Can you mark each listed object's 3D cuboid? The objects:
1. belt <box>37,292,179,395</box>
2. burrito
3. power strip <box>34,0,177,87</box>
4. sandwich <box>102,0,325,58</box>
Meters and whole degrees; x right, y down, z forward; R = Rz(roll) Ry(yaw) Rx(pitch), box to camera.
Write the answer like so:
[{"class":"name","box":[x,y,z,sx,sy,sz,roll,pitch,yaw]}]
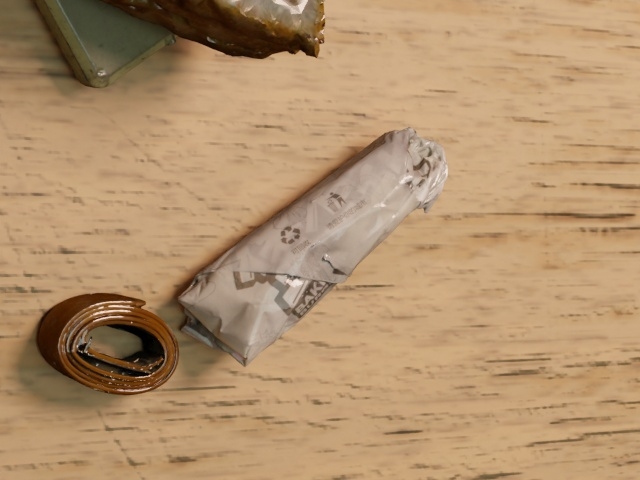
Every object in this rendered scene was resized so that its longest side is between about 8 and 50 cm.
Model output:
[{"class":"belt","box":[-0.126,0.062,1.158,0.083,0.036,0.059,16,90,-34]},{"class":"burrito","box":[0.000,0.001,1.208,0.203,0.064,0.064,-39,116,-18]},{"class":"power strip","box":[-0.144,-0.175,1.107,0.076,0.028,0.169,-37,116,-23]},{"class":"sandwich","box":[-0.093,-0.278,1.054,0.271,0.099,0.301,16,84,-37]}]
